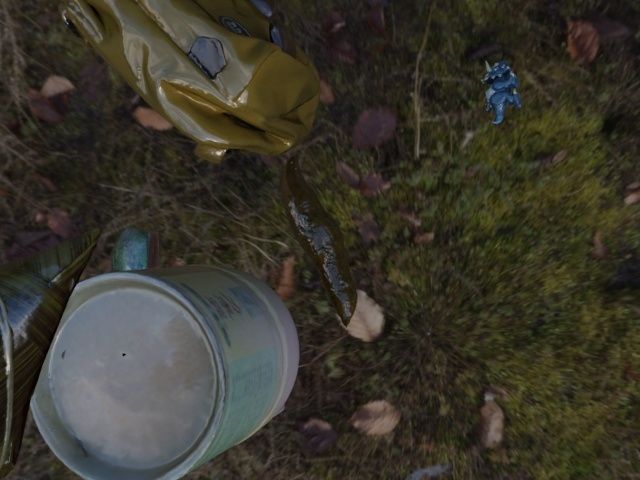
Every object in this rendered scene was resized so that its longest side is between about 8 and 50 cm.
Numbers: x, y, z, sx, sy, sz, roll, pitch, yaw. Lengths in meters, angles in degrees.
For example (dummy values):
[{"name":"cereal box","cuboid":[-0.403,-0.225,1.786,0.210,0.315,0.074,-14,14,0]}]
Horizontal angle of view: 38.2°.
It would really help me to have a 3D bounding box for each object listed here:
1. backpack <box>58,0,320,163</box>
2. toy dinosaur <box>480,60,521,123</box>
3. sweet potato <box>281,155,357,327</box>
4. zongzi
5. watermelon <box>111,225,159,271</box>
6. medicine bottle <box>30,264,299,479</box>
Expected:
[{"name":"backpack","cuboid":[-0.145,-0.257,1.212,0.201,0.378,0.353,-44,85,15]},{"name":"toy dinosaur","cuboid":[0.230,-0.190,1.184,0.047,0.030,0.083,-12,77,22]},{"name":"sweet potato","cuboid":[0.000,0.000,1.298,0.067,0.067,0.274,-25,67,4]},{"name":"zongzi","cuboid":[-0.242,0.101,0.766,0.184,0.187,0.084,-28,40,-27]},{"name":"watermelon","cuboid":[-0.269,0.021,1.384,0.092,0.072,0.085,34,119,49]},{"name":"medicine bottle","cuboid":[-0.154,0.147,1.151,0.235,0.406,0.236,0,91,15]}]
